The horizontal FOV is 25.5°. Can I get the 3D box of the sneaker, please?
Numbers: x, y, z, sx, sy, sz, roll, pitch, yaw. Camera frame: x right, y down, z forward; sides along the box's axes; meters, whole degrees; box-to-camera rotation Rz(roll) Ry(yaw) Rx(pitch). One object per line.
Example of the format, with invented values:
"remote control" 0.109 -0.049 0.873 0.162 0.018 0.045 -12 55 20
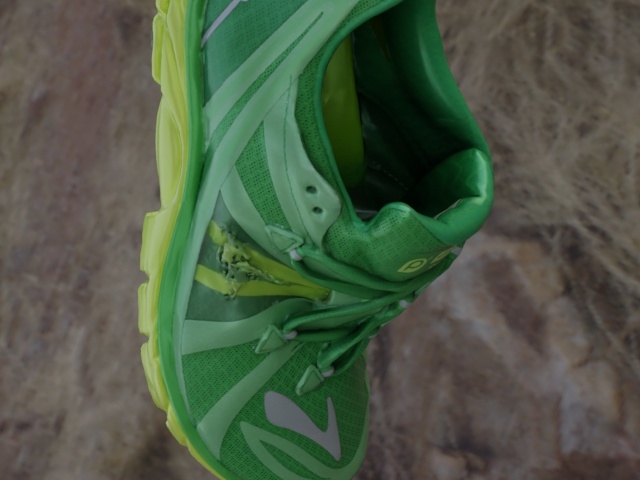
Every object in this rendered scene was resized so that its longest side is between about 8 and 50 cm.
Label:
"sneaker" 0.000 0.000 0.559 0.123 0.109 0.296 23 131 30
